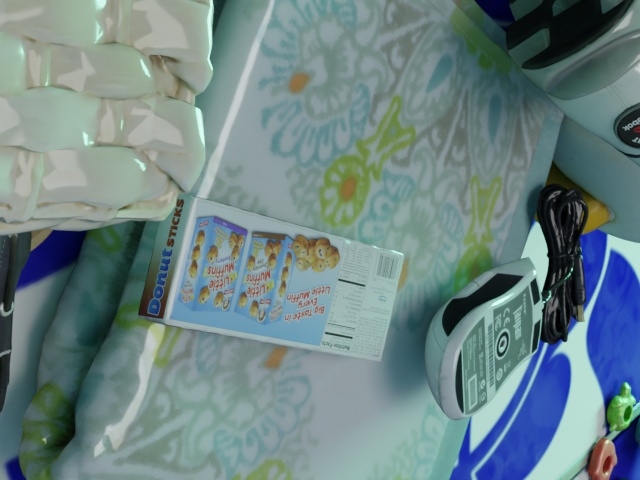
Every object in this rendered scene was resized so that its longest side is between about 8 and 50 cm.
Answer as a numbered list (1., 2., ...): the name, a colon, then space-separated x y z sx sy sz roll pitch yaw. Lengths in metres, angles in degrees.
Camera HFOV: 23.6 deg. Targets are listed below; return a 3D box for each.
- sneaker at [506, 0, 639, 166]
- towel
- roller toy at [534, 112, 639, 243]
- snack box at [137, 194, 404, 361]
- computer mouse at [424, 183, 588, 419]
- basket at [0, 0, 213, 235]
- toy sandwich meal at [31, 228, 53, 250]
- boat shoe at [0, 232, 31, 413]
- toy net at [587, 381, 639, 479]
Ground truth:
1. sneaker: 0.196 -0.156 0.997 0.146 0.122 0.330 45 34 -25
2. towel: 0.000 0.000 0.907 0.320 0.090 0.374 29 76 -49
3. roller toy: 0.247 -0.098 1.094 0.146 0.191 0.209 65 34 -55
4. snack box: -0.020 0.022 0.801 0.178 0.022 0.064 15 88 -51
5. computer mouse: 0.110 0.044 0.951 0.193 0.042 0.106 -32 127 -48
6. basket: -0.214 -0.174 0.438 0.331 0.266 0.328 0 100 -50
7. toy sandwich meal: -0.157 -0.032 0.742 0.085 0.029 0.085 -8 102 -40
8. boat shoe: -0.161 0.001 0.683 0.076 0.080 0.228 -28 134 -51
9. toy net: 0.270 0.247 1.350 0.122 0.045 0.232 22 82 -52
